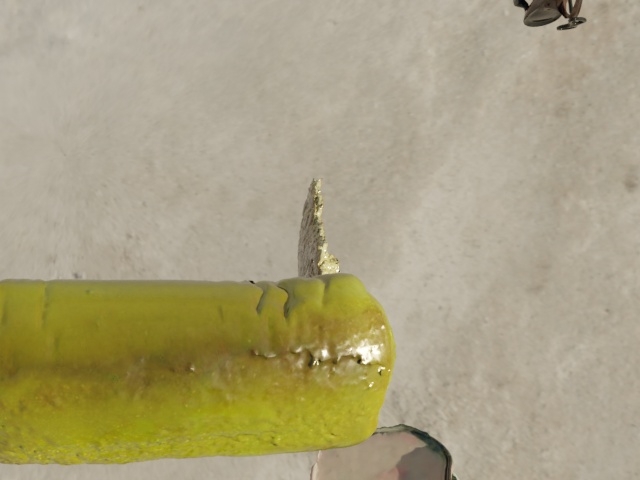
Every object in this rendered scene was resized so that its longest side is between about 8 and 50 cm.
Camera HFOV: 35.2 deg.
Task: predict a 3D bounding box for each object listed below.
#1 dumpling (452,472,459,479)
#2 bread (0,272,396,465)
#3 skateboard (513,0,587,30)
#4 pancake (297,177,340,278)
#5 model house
[{"bbox_3d":[0.217,0.500,1.820,0.108,0.153,0.219,-30,126,-46],"label":"dumpling"},{"bbox_3d":[-0.123,0.116,0.870,0.384,0.112,0.166,0,106,-9],"label":"bread"},{"bbox_3d":[0.326,-0.323,1.389,0.067,0.151,0.080,-5,86,-12],"label":"skateboard"},{"bbox_3d":[0.000,0.000,1.735,0.057,0.266,0.244,7,72,-9],"label":"pancake"},{"bbox_3d":[0.122,0.463,1.718,0.237,0.202,0.237,-8,136,9],"label":"model house"}]
